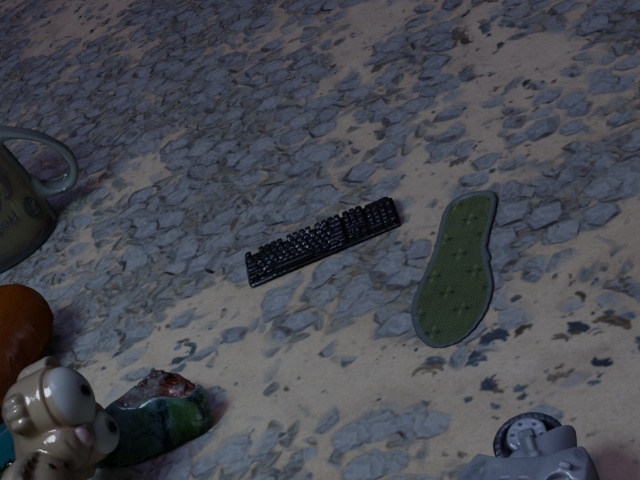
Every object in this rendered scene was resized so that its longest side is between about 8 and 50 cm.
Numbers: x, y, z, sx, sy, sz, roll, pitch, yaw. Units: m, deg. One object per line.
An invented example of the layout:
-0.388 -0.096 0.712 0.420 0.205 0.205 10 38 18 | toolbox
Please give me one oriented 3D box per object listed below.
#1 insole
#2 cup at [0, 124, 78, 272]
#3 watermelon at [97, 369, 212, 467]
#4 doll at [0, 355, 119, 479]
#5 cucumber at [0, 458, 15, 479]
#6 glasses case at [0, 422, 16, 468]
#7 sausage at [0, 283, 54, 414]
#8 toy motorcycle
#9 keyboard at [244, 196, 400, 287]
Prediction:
0.176 0.030 1.715 0.109 0.007 0.322 -12 33 23 | insole
-0.568 -0.106 2.270 0.301 0.257 0.227 -26 32 -3 | cup
-0.225 0.209 1.692 0.187 0.071 0.139 -20 26 13 | watermelon
-0.304 0.265 1.530 0.119 0.154 0.278 -26 44 19 | doll
-0.486 0.396 1.574 0.359 0.096 0.096 -35 31 -10 | cucumber
-0.478 0.330 1.687 0.301 0.070 0.117 -38 7 -16 | glasses case
-0.460 0.159 1.894 0.133 0.133 0.258 -13 31 23 | sausage
0.181 0.273 1.238 0.171 0.110 0.260 19 57 37 | toy motorcycle
0.000 -0.001 1.886 0.231 0.023 0.072 -23 32 7 | keyboard
